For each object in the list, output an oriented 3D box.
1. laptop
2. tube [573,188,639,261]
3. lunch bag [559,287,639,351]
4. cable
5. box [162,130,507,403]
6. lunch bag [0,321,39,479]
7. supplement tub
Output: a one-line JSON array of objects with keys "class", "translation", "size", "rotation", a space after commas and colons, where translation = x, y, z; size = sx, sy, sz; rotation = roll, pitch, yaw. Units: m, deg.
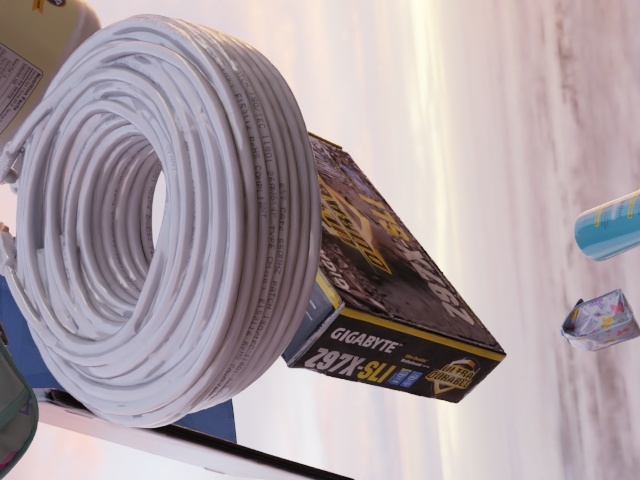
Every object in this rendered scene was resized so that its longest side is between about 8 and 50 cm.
[{"class": "laptop", "translation": [-0.200, 0.130, 1.397], "size": [0.382, 0.408, 0.236], "rotation": [23, -108, -31]}, {"class": "tube", "translation": [0.319, -0.031, 1.071], "size": [0.207, 0.052, 0.080], "rotation": [-30, 29, 57]}, {"class": "lunch bag", "translation": [0.324, 0.096, 1.364], "size": [0.071, 0.083, 0.053], "rotation": [39, -150, -58]}, {"class": "cable", "translation": [-0.106, -0.011, 0.739], "size": [0.089, 0.257, 0.257], "rotation": [3, -130, -43]}, {"class": "box", "translation": [0.000, 0.000, 1.086], "size": [0.257, 0.079, 0.322], "rotation": [22, -155, -49]}, {"class": "lunch bag", "translation": [-0.381, 0.168, 1.024], "size": [0.279, 0.108, 0.224], "rotation": [-50, -58, -43]}, {"class": "supplement tub", "translation": [-0.377, -0.202, 1.217], "size": [0.325, 0.235, 0.235], "rotation": [34, -142, -29]}]
